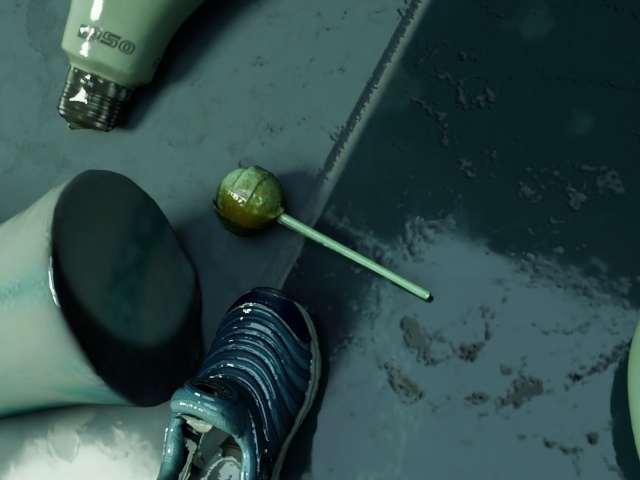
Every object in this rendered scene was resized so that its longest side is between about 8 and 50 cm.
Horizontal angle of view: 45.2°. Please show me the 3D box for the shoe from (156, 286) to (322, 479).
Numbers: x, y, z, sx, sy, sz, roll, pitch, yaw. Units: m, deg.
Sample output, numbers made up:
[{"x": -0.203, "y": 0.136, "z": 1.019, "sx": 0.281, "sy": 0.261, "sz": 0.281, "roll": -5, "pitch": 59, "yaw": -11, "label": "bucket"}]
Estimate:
[{"x": -0.064, "y": 0.130, "z": 0.571, "sx": 0.091, "sy": 0.106, "sz": 0.207, "roll": 11, "pitch": 70, "yaw": 18, "label": "shoe"}]

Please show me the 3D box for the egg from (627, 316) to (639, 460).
[{"x": 0.269, "y": 0.109, "z": 0.440, "sx": 0.167, "sy": 0.168, "sz": 0.231, "roll": -18, "pitch": 65, "yaw": 11, "label": "egg"}]

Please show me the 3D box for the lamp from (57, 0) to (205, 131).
[{"x": -0.148, "y": -0.253, "z": 0.711, "sx": 0.181, "sy": 0.182, "sz": 0.314, "roll": 7, "pitch": 95, "yaw": 19, "label": "lamp"}]

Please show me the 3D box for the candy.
[{"x": 0.000, "y": 0.000, "z": 0.632, "sx": 0.202, "sy": 0.061, "sz": 0.061, "roll": 29, "pitch": 82, "yaw": 15, "label": "candy"}]

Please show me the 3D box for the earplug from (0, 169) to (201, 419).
[{"x": -0.282, "y": 0.080, "z": 0.632, "sx": 0.323, "sy": 0.185, "sz": 0.185, "roll": -18, "pitch": 67, "yaw": 18, "label": "earplug"}]
